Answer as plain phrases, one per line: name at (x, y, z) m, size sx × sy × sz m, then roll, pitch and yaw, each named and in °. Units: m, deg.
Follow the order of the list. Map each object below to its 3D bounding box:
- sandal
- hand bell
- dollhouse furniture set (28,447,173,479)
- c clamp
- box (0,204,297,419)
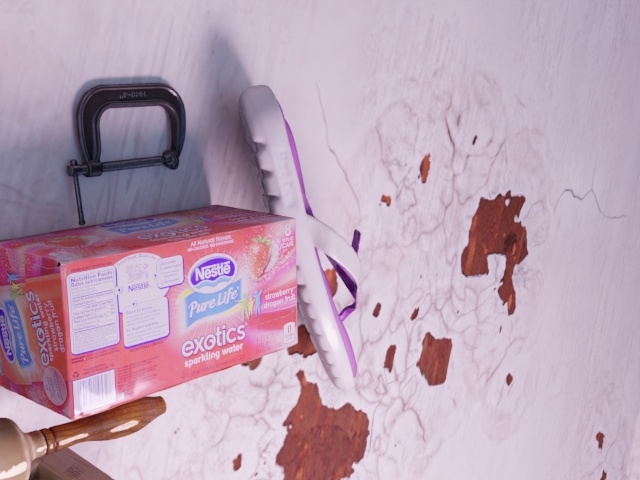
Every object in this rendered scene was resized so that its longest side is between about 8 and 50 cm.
sandal at (0.003, 0.006, 1.105) m, size 0.102 × 0.169 × 0.416 m, roll -19°, pitch 116°, yaw -4°
hand bell at (-0.257, 0.189, 0.875) m, size 0.242 × 0.126 × 0.126 m, roll -13°, pitch 108°, yaw -41°
dollhouse furniture set at (-0.227, 0.308, 0.948) m, size 0.129 × 0.184 × 0.129 m, roll -64°, pitch 168°, yaw 23°
c clamp at (-0.206, -0.101, 0.975) m, size 0.161 × 0.022 × 0.137 m, roll -20°, pitch 107°, yaw -43°
box at (-0.174, 0.058, 0.945) m, size 0.300 × 0.142 × 0.154 m, roll -14°, pitch 108°, yaw -46°
